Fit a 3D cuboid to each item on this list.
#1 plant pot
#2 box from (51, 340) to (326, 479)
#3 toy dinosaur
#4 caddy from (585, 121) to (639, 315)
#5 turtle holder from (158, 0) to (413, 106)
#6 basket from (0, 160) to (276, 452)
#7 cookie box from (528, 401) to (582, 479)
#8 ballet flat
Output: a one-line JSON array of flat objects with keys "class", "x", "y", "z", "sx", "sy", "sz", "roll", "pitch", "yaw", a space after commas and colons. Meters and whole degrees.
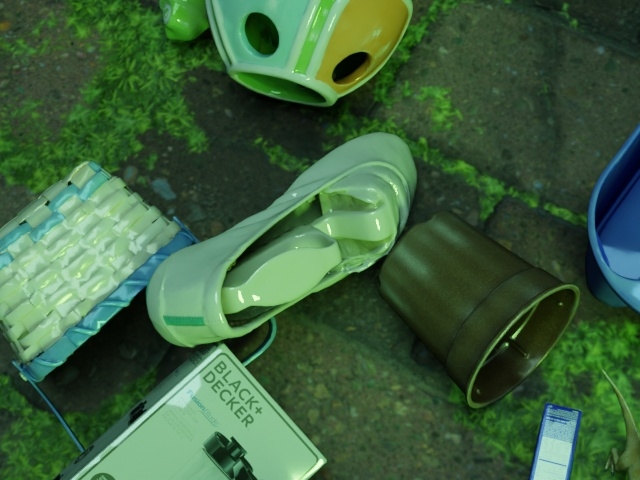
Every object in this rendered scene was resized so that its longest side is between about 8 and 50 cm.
[{"class": "plant pot", "x": 0.159, "y": 0.064, "z": 1.145, "sx": 0.167, "sy": 0.167, "sz": 0.165, "roll": -41, "pitch": 61, "yaw": -12}, {"class": "box", "x": -0.158, "y": 0.255, "z": 1.087, "sx": 0.290, "sy": 0.087, "sz": 0.169, "roll": -40, "pitch": 96, "yaw": -10}, {"class": "toy dinosaur", "x": 0.322, "y": 0.225, "z": 1.084, "sx": 0.053, "sy": 0.092, "sz": 0.183, "roll": -7, "pitch": 66, "yaw": 3}, {"class": "caddy", "x": 0.432, "y": -0.037, "z": 1.143, "sx": 0.241, "sy": 0.179, "sz": 0.341, "roll": 33, "pitch": 74, "yaw": 19}, {"class": "turtle holder", "x": -0.049, "y": -0.296, "z": 1.282, "sx": 0.320, "sy": 0.243, "sz": 0.227, "roll": 16, "pitch": 86, "yaw": 3}, {"class": "basket", "x": -0.222, "y": 0.072, "z": 1.168, "sx": 0.255, "sy": 0.201, "sz": 0.289, "roll": -40, "pitch": 93, "yaw": -13}, {"class": "cookie box", "x": 0.237, "y": 0.232, "z": 1.092, "sx": 0.040, "sy": 0.092, "sz": 0.107, "roll": 12, "pitch": 69, "yaw": 15}, {"class": "ballet flat", "x": 0.000, "y": 0.000, "z": 1.137, "sx": 0.400, "sy": 0.139, "sz": 0.139, "roll": -32, "pitch": 64, "yaw": -35}]
